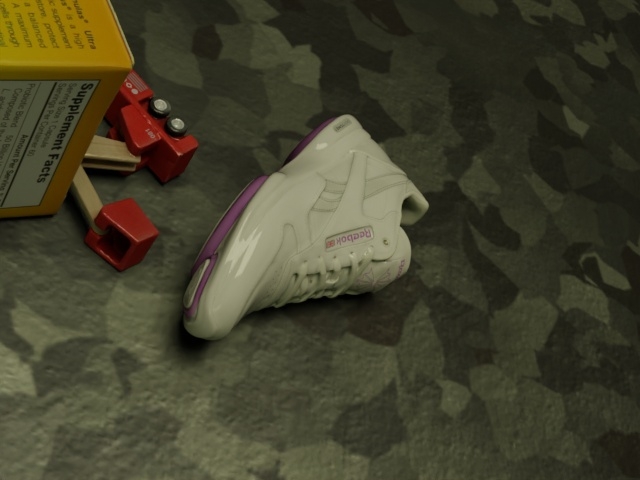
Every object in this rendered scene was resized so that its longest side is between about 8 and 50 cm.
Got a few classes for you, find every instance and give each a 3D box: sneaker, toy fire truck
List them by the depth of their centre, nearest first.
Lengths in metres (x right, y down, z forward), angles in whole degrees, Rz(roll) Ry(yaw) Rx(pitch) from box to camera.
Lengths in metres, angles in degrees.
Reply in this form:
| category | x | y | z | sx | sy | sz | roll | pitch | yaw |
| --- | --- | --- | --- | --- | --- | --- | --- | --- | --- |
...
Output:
| category | x | y | z | sx | sy | sz | roll | pitch | yaw |
| --- | --- | --- | --- | --- | --- | --- | --- | --- | --- |
| toy fire truck | -0.181 | -0.079 | 0.935 | 0.192 | 0.047 | 0.135 | 48 | 46 | 8 |
| sneaker | 0.000 | 0.000 | 0.944 | 0.152 | 0.114 | 0.305 | 41 | 45 | 2 |

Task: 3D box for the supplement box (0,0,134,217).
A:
| category | x | y | z | sx | sy | sz | roll | pitch | yaw |
| --- | --- | --- | --- | --- | --- | --- | --- | --- | --- |
| supplement box | -0.348 | -0.135 | 0.764 | 0.356 | 0.194 | 0.195 | -6 | 61 | -37 |
